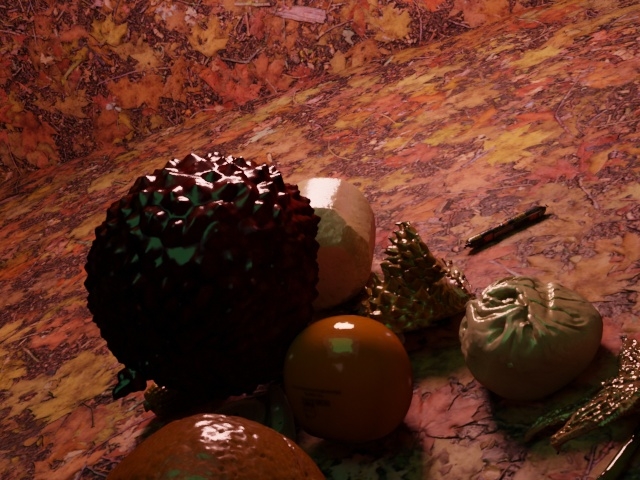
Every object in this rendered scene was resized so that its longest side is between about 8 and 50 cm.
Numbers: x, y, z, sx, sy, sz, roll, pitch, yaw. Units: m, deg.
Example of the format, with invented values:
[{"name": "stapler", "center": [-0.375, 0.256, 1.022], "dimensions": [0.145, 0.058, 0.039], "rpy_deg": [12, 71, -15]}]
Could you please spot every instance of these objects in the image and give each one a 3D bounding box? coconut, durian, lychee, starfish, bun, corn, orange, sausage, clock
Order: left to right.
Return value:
[{"name": "corn", "center": [-0.241, 0.264, 1.697], "dimensions": [0.207, 0.068, 0.068], "rpy_deg": [-29, 25, -13]}, {"name": "lychee", "center": [-0.201, 0.079, 1.531], "dimensions": [0.425, 0.424, 0.500], "rpy_deg": [0, 48, 40]}, {"name": "orange", "center": [-0.116, 0.386, 1.038], "dimensions": [0.322, 0.322, 0.357], "rpy_deg": [-22, 46, 1]}, {"name": "clock", "center": [-0.137, 0.324, 1.491], "dimensions": [0.191, 0.062, 0.151], "rpy_deg": [-22, 24, 3]}, {"name": "coconut", "center": [0.000, 0.000, 1.844], "dimensions": [0.239, 0.239, 0.244], "rpy_deg": [-15, 31, 17]}, {"name": "durian", "center": [0.158, 0.091, 1.633], "dimensions": [0.196, 0.185, 0.305], "rpy_deg": [-37, 19, 8]}, {"name": "sausage", "center": [0.376, -0.029, 1.825], "dimensions": [0.198, 0.025, 0.028], "rpy_deg": [-26, -20, -6]}, {"name": "bun", "center": [0.315, 0.135, 1.395], "dimensions": [0.229, 0.145, 0.229], "rpy_deg": [-29, 20, 12]}, {"name": "starfish", "center": [0.437, 0.190, 1.243], "dimensions": [0.302, 0.060, 0.299], "rpy_deg": [-33, -5, -46]}]

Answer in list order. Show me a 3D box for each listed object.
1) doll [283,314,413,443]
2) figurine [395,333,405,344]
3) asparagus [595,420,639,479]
[{"name": "doll", "center": [0.061, 0.204, 1.424], "dimensions": [0.213, 0.213, 0.236], "rpy_deg": [-2, 17, 38]}, {"name": "figurine", "center": [0.108, 0.189, 1.588], "dimensions": [0.050, 0.047, 0.083], "rpy_deg": [-12, 20, 47]}, {"name": "asparagus", "center": [0.428, 0.253, 1.202], "dimensions": [0.248, 0.025, 0.024], "rpy_deg": [-40, -13, -34]}]
